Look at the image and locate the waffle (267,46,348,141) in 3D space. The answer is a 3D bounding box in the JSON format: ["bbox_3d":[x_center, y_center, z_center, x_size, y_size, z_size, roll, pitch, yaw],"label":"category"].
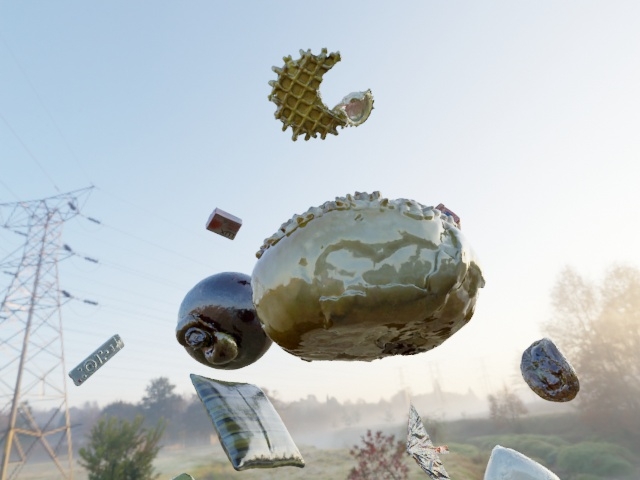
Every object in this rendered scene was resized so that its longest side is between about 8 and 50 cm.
[{"bbox_3d":[-0.042,-0.466,1.364,0.260,0.069,0.292,-11,-66,2],"label":"waffle"}]

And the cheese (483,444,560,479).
[{"bbox_3d":[0.557,0.708,1.186,0.198,0.189,0.154,27,-12,15],"label":"cheese"}]

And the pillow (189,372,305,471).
[{"bbox_3d":[-0.140,0.350,0.813,0.052,0.212,0.208,-47,-39,3],"label":"pillow"}]

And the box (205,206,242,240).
[{"bbox_3d":[-0.464,-0.078,2.018,0.156,0.060,0.111,25,-64,-24],"label":"box"}]

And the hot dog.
[{"bbox_3d":[0.762,0.431,1.404,0.099,0.226,0.160,26,-66,-23],"label":"hot dog"}]

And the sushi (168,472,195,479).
[{"bbox_3d":[-0.244,0.614,0.703,0.328,0.285,0.328,-37,10,8],"label":"sushi"}]

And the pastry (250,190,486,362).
[{"bbox_3d":[0.077,0.072,0.750,0.410,0.244,0.409,-5,-29,-3],"label":"pastry"}]

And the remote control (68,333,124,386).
[{"bbox_3d":[-0.636,0.337,1.193,0.027,0.049,0.184,-18,16,23],"label":"remote control"}]

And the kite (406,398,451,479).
[{"bbox_3d":[0.229,0.440,0.892,0.009,0.232,0.189,-43,-44,19],"label":"kite"}]

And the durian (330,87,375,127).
[{"bbox_3d":[0.098,-0.485,1.533,0.224,0.078,0.140,-20,-46,-32],"label":"durian"}]

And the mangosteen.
[{"bbox_3d":[-0.261,0.240,1.195,0.298,0.293,0.297,-6,-54,-9],"label":"mangosteen"}]

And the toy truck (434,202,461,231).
[{"bbox_3d":[0.383,0.005,1.325,0.107,0.114,0.252,-40,-40,-11],"label":"toy truck"}]
